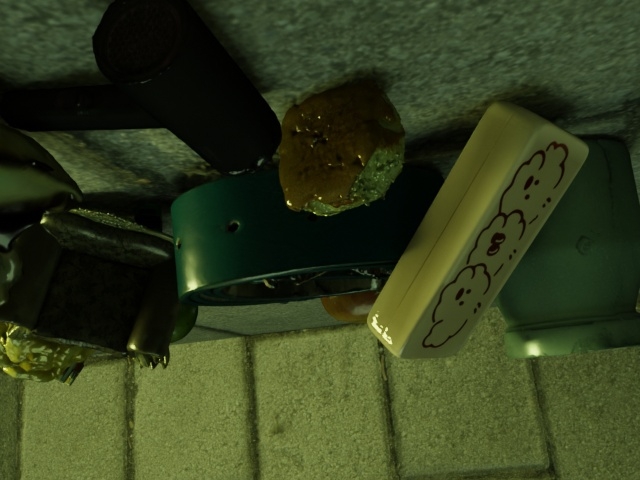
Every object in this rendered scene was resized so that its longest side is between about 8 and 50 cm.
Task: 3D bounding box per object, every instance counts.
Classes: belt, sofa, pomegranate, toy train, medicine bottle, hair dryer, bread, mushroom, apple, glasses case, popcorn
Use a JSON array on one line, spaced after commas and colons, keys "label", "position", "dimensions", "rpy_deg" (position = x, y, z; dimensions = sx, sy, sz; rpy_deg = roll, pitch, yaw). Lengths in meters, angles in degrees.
[{"label": "belt", "position": [-0.002, -0.001, 0.859], "dimensions": [0.437, 0.173, 0.300], "rpy_deg": [0, 166, -21]}, {"label": "sofa", "position": [-0.343, 0.072, 0.863], "dimensions": [0.259, 0.199, 0.182], "rpy_deg": [17, 162, -13]}, {"label": "pomegranate", "position": [-0.385, 0.193, 1.344], "dimensions": [0.187, 0.225, 0.187], "rpy_deg": [-1, 151, 0]}, {"label": "toy train", "position": [-0.294, -0.010, 0.971], "dimensions": [0.044, 0.042, 0.209], "rpy_deg": [-2, 165, -15]}, {"label": "medicine bottle", "position": [0.360, 0.026, 0.849], "dimensions": [0.245, 0.289, 0.245], "rpy_deg": [-5, 165, -1]}, {"label": "hair dryer", "position": [-0.185, -0.125, 0.523], "dimensions": [0.252, 0.089, 0.197], "rpy_deg": [-2, 166, 14]}, {"label": "bread", "position": [0.021, -0.093, 0.605], "dimensions": [0.140, 0.127, 0.069], "rpy_deg": [-14, 167, 31]}, {"label": "mushroom", "position": [-0.386, -0.066, 0.548], "dimensions": [0.217, 0.212, 0.292], "rpy_deg": [-37, 149, 1]}, {"label": "apple", "position": [0.110, 0.088, 1.215], "dimensions": [0.211, 0.173, 0.235], "rpy_deg": [-11, 167, 33]}, {"label": "glasses case", "position": [0.194, 0.000, 0.718], "dimensions": [0.144, 0.076, 0.336], "rpy_deg": [8, 117, -42]}, {"label": "popcorn", "position": [-0.497, 0.129, 1.027], "dimensions": [0.249, 0.249, 0.225], "rpy_deg": [4, 152, -30]}]

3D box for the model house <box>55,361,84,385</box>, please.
[{"label": "model house", "position": [-0.592, 0.190, 1.284], "dimensions": [0.199, 0.215, 0.224], "rpy_deg": [30, 157, -6]}]
